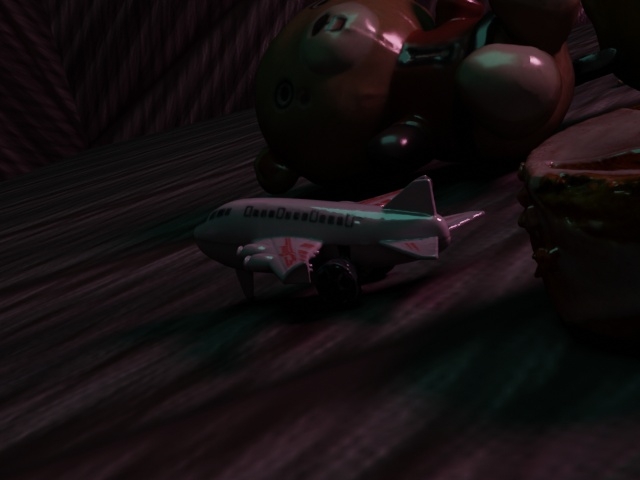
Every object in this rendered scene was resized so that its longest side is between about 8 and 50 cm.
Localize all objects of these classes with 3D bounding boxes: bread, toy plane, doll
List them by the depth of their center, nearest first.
[{"bbox_3d":[0.162,-0.015,0.374,0.160,0.073,0.160,-16,15,4],"label":"bread"},{"bbox_3d":[0.000,0.000,0.522,0.171,0.065,0.162,-10,13,32],"label":"toy plane"},{"bbox_3d":[0.086,-0.142,0.815,0.330,0.235,0.174,5,-21,38],"label":"doll"}]

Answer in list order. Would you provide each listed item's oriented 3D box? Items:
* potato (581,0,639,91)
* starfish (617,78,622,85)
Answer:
[{"bbox_3d":[0.380,-0.231,0.769,0.304,0.216,0.216,-19,7,36],"label":"potato"},{"bbox_3d":[0.484,-0.238,1.087,0.277,0.062,0.236,-15,17,-19],"label":"starfish"}]
